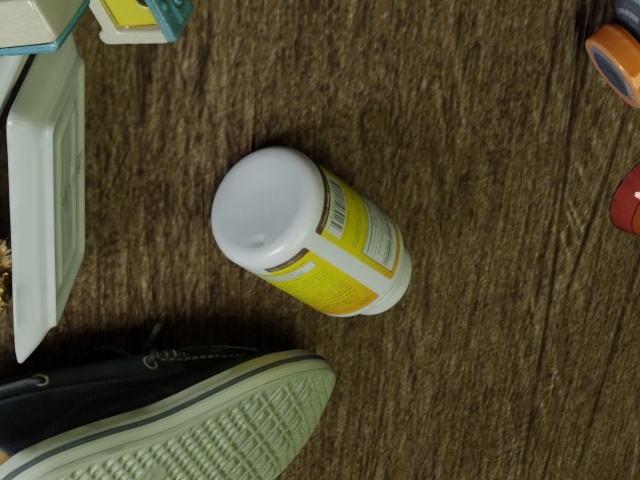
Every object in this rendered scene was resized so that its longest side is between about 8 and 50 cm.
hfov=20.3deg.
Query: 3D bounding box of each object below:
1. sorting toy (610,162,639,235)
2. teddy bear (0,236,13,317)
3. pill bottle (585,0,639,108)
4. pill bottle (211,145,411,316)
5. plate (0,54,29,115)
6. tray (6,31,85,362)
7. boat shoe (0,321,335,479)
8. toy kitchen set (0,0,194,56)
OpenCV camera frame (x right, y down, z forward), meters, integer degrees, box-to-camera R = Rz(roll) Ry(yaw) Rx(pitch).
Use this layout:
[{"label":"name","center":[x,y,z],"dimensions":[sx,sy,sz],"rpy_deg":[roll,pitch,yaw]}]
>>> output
[{"label":"sorting toy","center":[0.443,-0.116,1.940],"dimensions":[0.127,0.126,0.365],"rpy_deg":[-10,136,-34]},{"label":"teddy bear","center":[-0.375,0.029,1.380],"dimensions":[0.245,0.113,0.338],"rpy_deg":[-37,144,-1]},{"label":"pill bottle","center":[0.379,-0.235,1.750],"dimensions":[0.245,0.130,0.130],"rpy_deg":[-38,144,-2]},{"label":"pill bottle","center":[0.000,0.000,1.675],"dimensions":[0.117,0.117,0.215],"rpy_deg":[-46,144,8]},{"label":"plate","center":[-0.301,-0.128,1.230],"dimensions":[0.277,0.045,0.278],"rpy_deg":[34,75,-54]},{"label":"tray","center":[-0.215,-0.038,1.436],"dimensions":[0.030,0.145,0.270],"rpy_deg":[10,134,3]},{"label":"boat shoe","center":[-0.167,0.174,1.692],"dimensions":[0.500,0.156,0.187],"rpy_deg":[-12,132,-50]},{"label":"toy kitchen set","center":[-0.164,-0.162,1.247],"dimensions":[0.166,0.122,0.207],"rpy_deg":[62,40,-36]}]
